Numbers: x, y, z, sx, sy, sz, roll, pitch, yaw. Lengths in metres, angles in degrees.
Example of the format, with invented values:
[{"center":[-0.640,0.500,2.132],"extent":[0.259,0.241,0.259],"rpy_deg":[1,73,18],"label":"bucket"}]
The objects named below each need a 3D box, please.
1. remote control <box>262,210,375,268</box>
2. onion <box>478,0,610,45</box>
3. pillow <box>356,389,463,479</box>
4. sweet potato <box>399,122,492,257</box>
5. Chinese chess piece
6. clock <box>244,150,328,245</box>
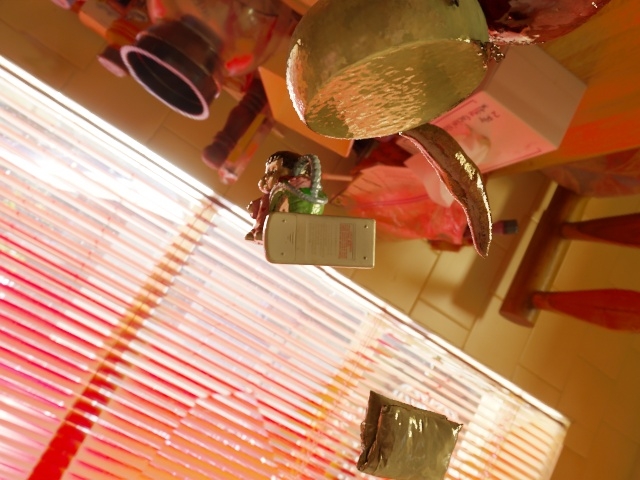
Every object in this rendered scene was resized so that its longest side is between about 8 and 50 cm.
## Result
[{"center":[0.000,0.000,0.766],"extent":[0.190,0.087,0.029],"rpy_deg":[3,174,-17],"label":"remote control"},{"center":[0.232,-0.365,0.531],"extent":[0.276,0.276,0.276],"rpy_deg":[28,169,6],"label":"onion"},{"center":[0.158,0.358,0.825],"extent":[0.181,0.134,0.078],"rpy_deg":[21,167,-18],"label":"pillow"},{"center":[0.208,-0.090,0.697],"extent":[0.058,0.078,0.255],"rpy_deg":[-2,132,53],"label":"sweet potato"},{"center":[0.077,-0.201,0.532],"extent":[0.237,0.092,0.238],"rpy_deg":[-11,169,-2],"label":"Chinese chess piece"},{"center":[-0.061,-0.081,0.903],"extent":[0.100,0.195,0.194],"rpy_deg":[16,170,-34],"label":"clock"}]
